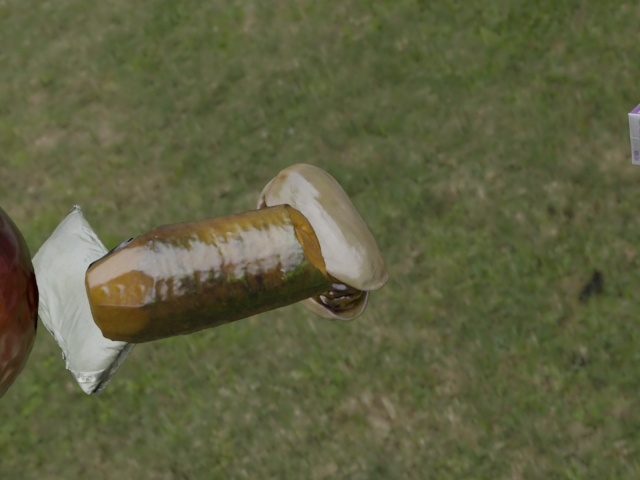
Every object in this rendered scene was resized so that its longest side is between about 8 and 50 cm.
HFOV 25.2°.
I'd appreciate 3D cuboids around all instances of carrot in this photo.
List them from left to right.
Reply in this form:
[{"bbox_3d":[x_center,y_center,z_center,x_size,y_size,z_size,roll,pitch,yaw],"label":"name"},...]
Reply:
[{"bbox_3d":[-0.079,0.022,1.013,0.173,0.082,0.082,-17,38,-8],"label":"carrot"}]

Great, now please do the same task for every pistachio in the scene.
[{"bbox_3d":[0.000,0.000,1.726,0.131,0.129,0.206,-17,61,-39],"label":"pistachio"}]

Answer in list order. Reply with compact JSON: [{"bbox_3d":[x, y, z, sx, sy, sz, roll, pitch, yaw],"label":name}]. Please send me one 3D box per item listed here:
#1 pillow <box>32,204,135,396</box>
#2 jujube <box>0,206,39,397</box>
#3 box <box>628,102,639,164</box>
[{"bbox_3d":[-0.312,0.076,1.874,0.148,0.050,0.229,-47,57,8],"label":"pillow"},{"bbox_3d":[-0.252,0.039,0.826,0.168,0.168,0.236,-43,9,-20],"label":"jujube"},{"bbox_3d":[0.306,-0.081,1.136,0.117,0.050,0.036,11,36,32],"label":"box"}]
